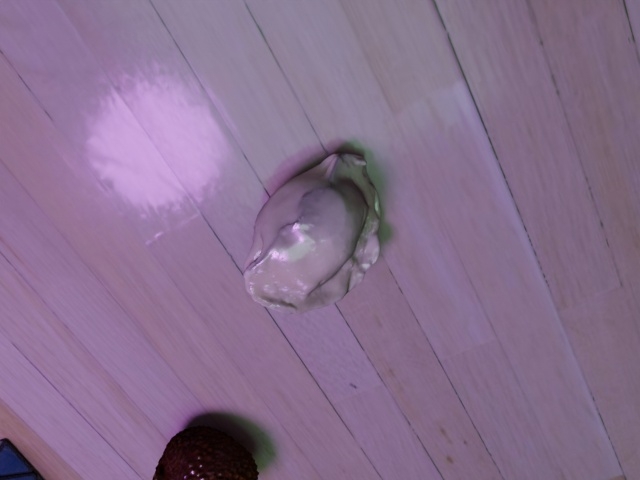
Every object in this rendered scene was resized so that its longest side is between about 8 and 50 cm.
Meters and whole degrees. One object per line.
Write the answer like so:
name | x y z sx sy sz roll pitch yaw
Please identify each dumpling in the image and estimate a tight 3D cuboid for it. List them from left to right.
dumpling | 0.000 0.000 0.785 0.258 0.147 0.193 -48 120 -11

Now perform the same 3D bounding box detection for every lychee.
lychee | -0.216 0.436 0.985 0.194 0.194 0.195 0 116 0

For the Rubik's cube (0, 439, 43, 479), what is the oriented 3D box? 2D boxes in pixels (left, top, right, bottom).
Rubik's cube | -0.673 0.548 1.025 0.207 0.205 0.205 -19 114 11
